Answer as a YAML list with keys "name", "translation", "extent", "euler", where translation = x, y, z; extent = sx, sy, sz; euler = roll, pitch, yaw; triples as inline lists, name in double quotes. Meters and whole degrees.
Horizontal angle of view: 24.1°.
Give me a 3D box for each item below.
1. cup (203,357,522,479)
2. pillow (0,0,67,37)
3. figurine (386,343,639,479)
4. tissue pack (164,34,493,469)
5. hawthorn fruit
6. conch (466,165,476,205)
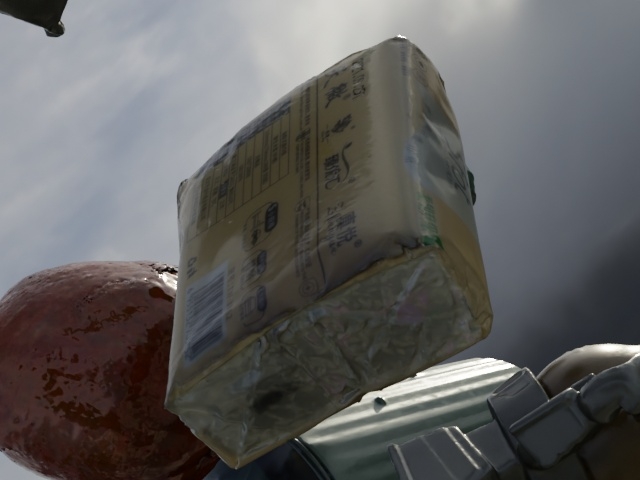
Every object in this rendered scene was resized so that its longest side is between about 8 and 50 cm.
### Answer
- name: "cup"
  translation: [0.039, 0.296, 1.641]
  extent: [0.392, 0.310, 0.401]
  euler: [-13, 6, -40]
- name: "pillow"
  translation: [-0.187, -0.270, 1.029]
  extent: [0.169, 0.059, 0.255]
  euler: [23, -85, -39]
- name: "figurine"
  translation: [0.208, 0.171, 1.176]
  extent: [0.285, 0.167, 0.342]
  euler: [-25, -2, -2]
- name: "tissue pack"
  translation: [0.000, 0.000, 0.847]
  extent: [0.186, 0.090, 0.222]
  euler: [-32, 30, 19]
- name: "hawthorn fruit"
  translation: [-0.205, 0.113, 1.262]
  extent: [0.211, 0.299, 0.211]
  euler: [-172, 90, -87]
- name: "conch"
  translation: [0.071, -0.024, 1.488]
  extent: [0.176, 0.122, 0.188]
  euler: [-26, 22, -17]
